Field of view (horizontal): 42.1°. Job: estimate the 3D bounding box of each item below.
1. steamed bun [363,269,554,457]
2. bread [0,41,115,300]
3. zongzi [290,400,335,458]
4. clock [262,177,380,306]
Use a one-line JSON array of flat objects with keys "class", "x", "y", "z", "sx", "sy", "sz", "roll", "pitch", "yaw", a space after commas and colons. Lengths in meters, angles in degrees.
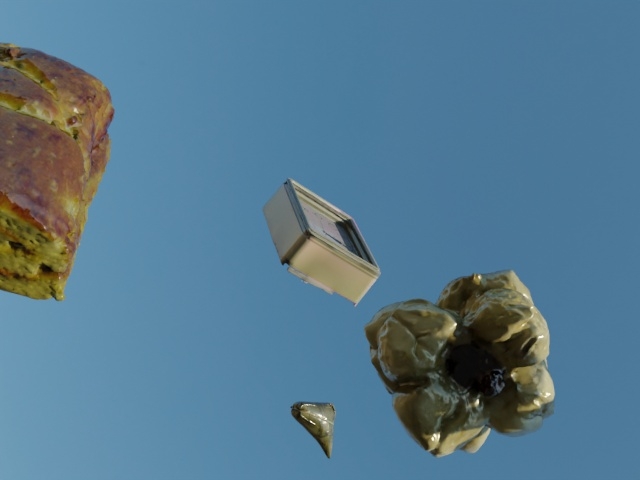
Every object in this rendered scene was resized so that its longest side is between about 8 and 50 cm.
[{"class": "steamed bun", "x": 0.143, "y": 0.137, "z": 0.830, "sx": 0.177, "sy": 0.106, "sz": 0.192, "roll": -13, "pitch": -76, "yaw": 7}, {"class": "bread", "x": -0.218, "y": -0.056, "z": 0.593, "sx": 0.172, "sy": 0.132, "sz": 0.103, "roll": -86, "pitch": -157, "yaw": -46}, {"class": "zongzi", "x": -0.013, "y": 0.282, "z": 1.238, "sx": 0.040, "sy": 0.076, "sz": 0.083, "roll": -7, "pitch": -105, "yaw": 48}, {"class": "clock", "x": 0.000, "y": 0.000, "z": 1.267, "sx": 0.071, "sy": 0.147, "sz": 0.192, "roll": -51, "pitch": -152, "yaw": 16}]
